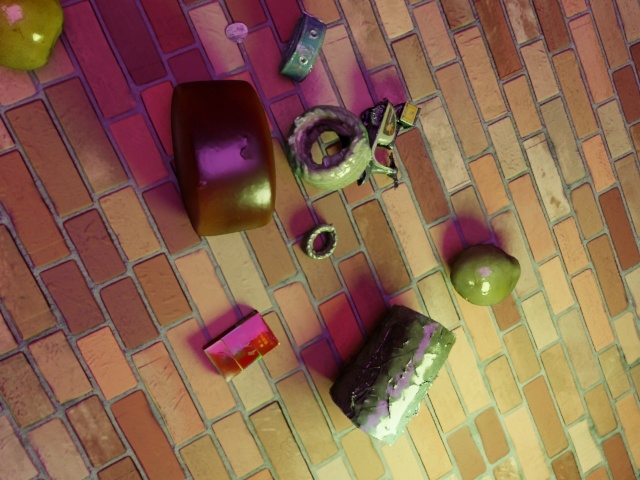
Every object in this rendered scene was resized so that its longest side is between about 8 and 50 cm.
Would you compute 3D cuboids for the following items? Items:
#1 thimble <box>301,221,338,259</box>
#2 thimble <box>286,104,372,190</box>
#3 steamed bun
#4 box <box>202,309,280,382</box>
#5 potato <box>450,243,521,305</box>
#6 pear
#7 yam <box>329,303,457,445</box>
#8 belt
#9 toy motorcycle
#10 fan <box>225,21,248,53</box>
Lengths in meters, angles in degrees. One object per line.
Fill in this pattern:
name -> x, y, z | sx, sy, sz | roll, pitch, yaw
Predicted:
thimble -> 0.000, 0.000, 1.585 | 0.085, 0.062, 0.109 | 32, 84, -15
thimble -> 0.024, -0.239, 1.497 | 0.219, 0.150, 0.218 | -1, 84, 12
steamed bun -> -0.234, -0.201, 1.404 | 0.235, 0.248, 0.378 | -8, 97, -16
box -> -0.211, 0.279, 1.543 | 0.175, 0.048, 0.112 | -36, 103, -12
potato -> 0.487, 0.101, 1.698 | 0.235, 0.160, 0.177 | -2, 133, -31
pear -> -0.680, -0.491, 1.275 | 0.209, 0.209, 0.208 | -1, 94, -17
yam -> 0.198, 0.350, 1.572 | 0.241, 0.241, 0.348 | 39, 81, -16
belt -> -0.044, -0.497, 1.504 | 0.082, 0.147, 0.163 | 20, 116, -21
toy motorcycle -> 0.171, -0.267, 1.610 | 0.157, 0.091, 0.262 | 19, 89, -21
fan -> -0.209, -0.538, 1.518 | 0.080, 0.003, 0.060 | 42, 82, -15
